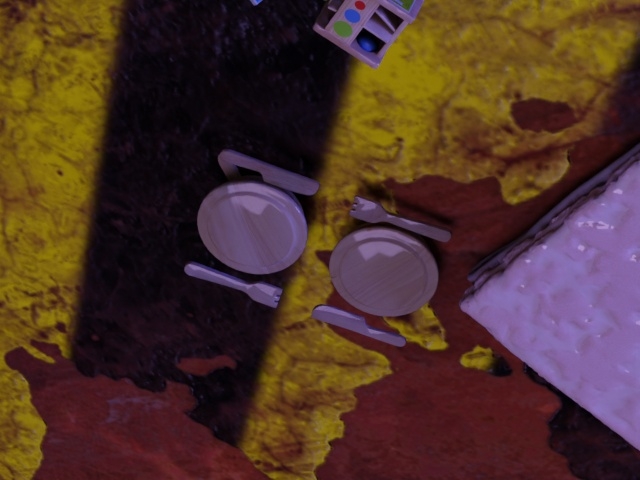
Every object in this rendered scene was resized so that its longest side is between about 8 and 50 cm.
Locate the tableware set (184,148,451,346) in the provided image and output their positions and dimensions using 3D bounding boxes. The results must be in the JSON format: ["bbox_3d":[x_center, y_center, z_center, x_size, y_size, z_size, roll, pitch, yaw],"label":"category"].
[{"bbox_3d":[0.000,0.000,1.405,0.194,0.039,0.128,19,127,-2],"label":"tableware set"}]

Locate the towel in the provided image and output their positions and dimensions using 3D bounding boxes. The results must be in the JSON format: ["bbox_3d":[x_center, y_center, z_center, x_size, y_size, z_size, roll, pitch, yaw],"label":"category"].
[{"bbox_3d":[0.310,0.052,1.296,0.317,0.053,0.332,37,137,-12],"label":"towel"}]

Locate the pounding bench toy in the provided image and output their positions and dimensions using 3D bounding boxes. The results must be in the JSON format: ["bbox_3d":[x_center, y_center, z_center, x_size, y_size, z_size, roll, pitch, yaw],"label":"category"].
[{"bbox_3d":[0.022,-0.167,1.209,0.083,0.052,0.065,32,139,-8],"label":"pounding bench toy"}]

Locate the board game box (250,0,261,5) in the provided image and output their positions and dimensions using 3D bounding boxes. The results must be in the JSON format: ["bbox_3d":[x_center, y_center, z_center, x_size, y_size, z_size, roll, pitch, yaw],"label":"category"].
[{"bbox_3d":[0.021,-0.301,0.916,0.303,0.097,0.224,-35,120,8],"label":"board game box"}]
